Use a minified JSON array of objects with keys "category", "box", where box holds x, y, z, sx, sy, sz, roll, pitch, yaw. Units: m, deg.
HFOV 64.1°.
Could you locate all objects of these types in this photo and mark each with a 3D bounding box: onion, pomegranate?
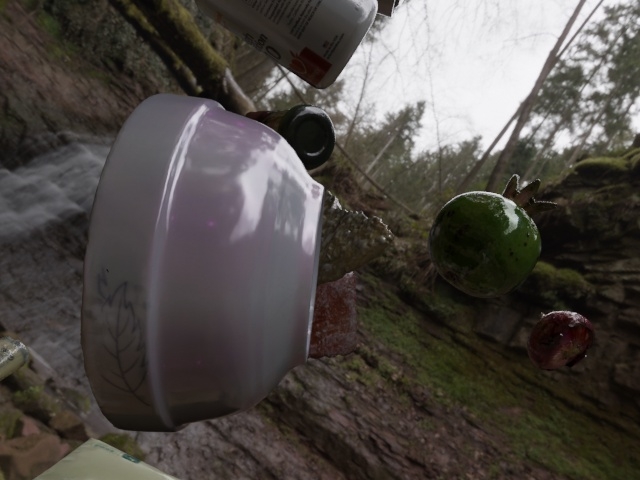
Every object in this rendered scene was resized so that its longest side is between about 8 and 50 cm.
[{"category":"onion","box":[0.519,0.207,1.144,0.150,0.150,0.140,55,5,-32]},{"category":"pomegranate","box":[0.287,-0.013,0.847,0.182,0.224,0.181,38,-24,20]}]

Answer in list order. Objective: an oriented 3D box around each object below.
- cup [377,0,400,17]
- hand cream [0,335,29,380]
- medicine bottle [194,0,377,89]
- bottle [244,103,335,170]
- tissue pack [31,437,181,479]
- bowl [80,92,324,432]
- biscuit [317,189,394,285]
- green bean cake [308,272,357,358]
[{"category":"cup","box":[0.069,-0.742,1.302,0.372,0.253,0.253,17,-24,3]},{"category":"hand cream","box":[-0.358,0.143,0.511,0.061,0.039,0.143,22,19,8]},{"category":"medicine bottle","box":[-0.074,-0.358,0.736,0.289,0.156,0.157,30,-19,-14]},{"category":"bottle","box":[-0.094,-0.222,1.123,0.271,0.143,0.156,13,-39,57]},{"category":"tissue pack","box":[-0.238,0.458,0.646,0.381,0.207,0.297,25,4,2]},{"category":"bowl","box":[-0.075,0.023,0.451,0.144,0.286,0.287,6,-26,1]},{"category":"biscuit","box":[-0.003,0.001,0.680,0.032,0.133,0.250,45,-2,-26]},{"category":"green bean cake","box":[-0.013,0.109,0.771,0.056,0.136,0.135,175,-86,-66]}]
